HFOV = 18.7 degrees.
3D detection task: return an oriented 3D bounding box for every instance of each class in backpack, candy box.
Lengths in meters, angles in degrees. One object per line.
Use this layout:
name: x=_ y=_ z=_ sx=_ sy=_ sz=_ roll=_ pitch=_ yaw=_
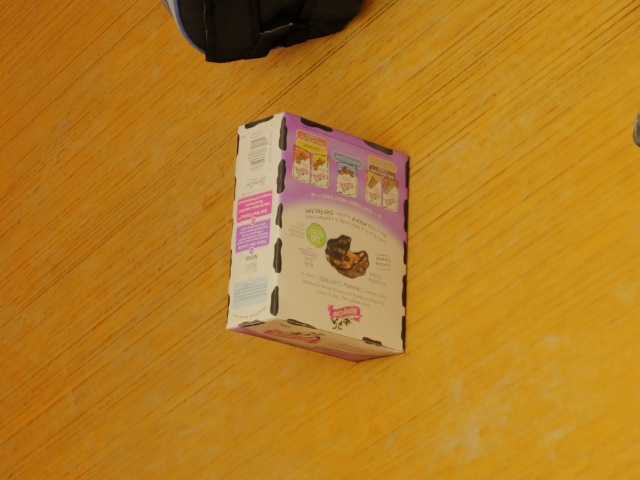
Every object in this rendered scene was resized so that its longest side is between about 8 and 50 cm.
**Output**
backpack: x=-0.066 y=-0.315 z=1.892 sx=0.213 sy=0.276 sz=0.263 roll=-119 pitch=24 yaw=-48
candy box: x=0.000 y=0.000 z=1.784 sx=0.070 sy=0.165 sz=0.196 roll=-15 pitch=66 yaw=45

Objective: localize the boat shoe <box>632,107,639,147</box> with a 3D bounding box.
boat shoe: x=0.329 y=-0.207 z=1.535 sx=0.105 sy=0.113 sz=0.306 roll=23 pitch=104 yaw=35
